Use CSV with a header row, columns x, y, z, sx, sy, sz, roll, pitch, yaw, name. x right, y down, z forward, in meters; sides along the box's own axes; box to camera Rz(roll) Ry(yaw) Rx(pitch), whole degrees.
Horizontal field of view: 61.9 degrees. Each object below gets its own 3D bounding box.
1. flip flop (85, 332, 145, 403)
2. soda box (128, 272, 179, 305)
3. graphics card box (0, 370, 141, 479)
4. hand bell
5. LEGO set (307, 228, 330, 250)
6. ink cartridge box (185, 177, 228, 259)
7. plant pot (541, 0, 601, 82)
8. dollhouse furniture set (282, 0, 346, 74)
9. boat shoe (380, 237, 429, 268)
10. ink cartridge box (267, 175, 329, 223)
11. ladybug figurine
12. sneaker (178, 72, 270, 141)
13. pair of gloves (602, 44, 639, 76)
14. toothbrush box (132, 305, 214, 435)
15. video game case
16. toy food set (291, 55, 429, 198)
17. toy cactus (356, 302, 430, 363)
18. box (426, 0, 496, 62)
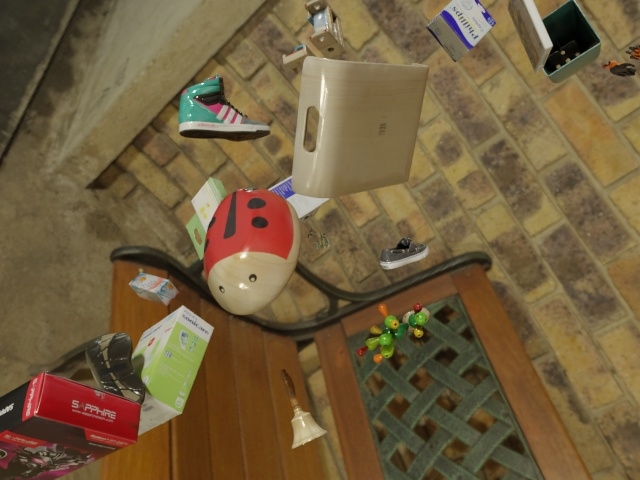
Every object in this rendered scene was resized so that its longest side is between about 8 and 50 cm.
x,y,z,sx,sy,sz,roll,pitch,yaw,name
-0.493,0.322,1.291,0.112,0.080,0.277,-12,37,-30,flip flop
-0.517,0.149,1.653,0.058,0.183,0.063,-49,126,-30,soda box
-0.583,0.402,1.088,0.233,0.371,0.094,41,30,-44,graphics card box
-0.079,0.532,1.730,0.126,0.126,0.242,9,52,-58,hand bell
0.000,-0.003,1.528,0.023,0.054,0.083,2,46,-55,LEGO set
-0.393,-0.072,1.822,0.056,0.235,0.171,14,38,-50,ink cartridge box
0.766,-0.597,1.675,0.234,0.165,0.165,1,61,-59,plant pot
-0.038,-0.625,1.638,0.129,0.184,0.129,24,54,-59,dollhouse furniture set
0.274,0.030,1.741,0.229,0.080,0.076,-16,106,-39,boat shoe
-0.141,-0.114,1.919,0.165,0.333,0.065,53,-15,19,ink cartridge box
-0.210,-0.001,1.515,0.162,0.305,0.449,52,20,-40,ladybug figurine
-0.277,-0.383,1.530,0.296,0.124,0.178,-6,88,-45,sneaker
0.584,-0.334,0.998,0.074,0.083,0.010,8,71,-20,pair of gloves
-0.431,0.349,1.444,0.122,0.206,0.283,43,35,-22,toothbrush box
0.528,-0.545,1.354,0.183,0.023,0.201,3,66,-75,video game case
0.074,-0.206,0.946,0.092,0.219,0.306,26,29,37,toy food set
0.189,0.202,1.274,0.180,0.219,0.112,-20,65,-42,toy cactus
0.373,-0.571,1.414,0.126,0.072,0.137,46,69,-10,box
